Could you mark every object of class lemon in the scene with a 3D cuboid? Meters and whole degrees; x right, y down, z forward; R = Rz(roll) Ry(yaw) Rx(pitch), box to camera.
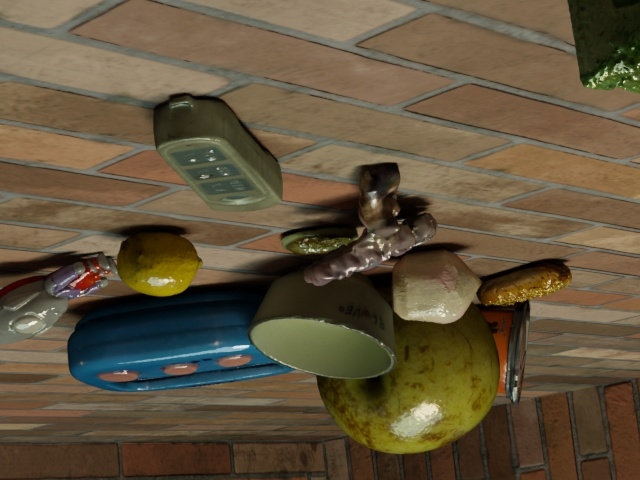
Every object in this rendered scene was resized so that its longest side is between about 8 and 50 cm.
[{"bbox_3d":[-0.192,0.028,1.878,0.110,0.082,0.082,9,161,-29],"label":"lemon"}]

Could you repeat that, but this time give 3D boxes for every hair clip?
[{"bbox_3d":[0.064,-0.009,1.820,0.173,0.069,0.300,-21,167,-8],"label":"hair clip"}]

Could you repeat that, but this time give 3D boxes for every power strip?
[{"bbox_3d":[-0.099,-0.081,1.520,0.080,0.048,0.286,-9,166,8],"label":"power strip"}]

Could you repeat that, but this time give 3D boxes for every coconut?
[{"bbox_3d":[0.160,0.064,2.147,0.124,0.110,0.110,0,168,3],"label":"coconut"}]

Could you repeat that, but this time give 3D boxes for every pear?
[{"bbox_3d":[0.135,0.190,2.344,0.283,0.284,0.283,-6,167,-1],"label":"pear"}]

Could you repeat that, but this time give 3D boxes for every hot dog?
[{"bbox_3d":[0.310,0.067,2.358,0.071,0.045,0.165,7,163,-40],"label":"hot dog"}]

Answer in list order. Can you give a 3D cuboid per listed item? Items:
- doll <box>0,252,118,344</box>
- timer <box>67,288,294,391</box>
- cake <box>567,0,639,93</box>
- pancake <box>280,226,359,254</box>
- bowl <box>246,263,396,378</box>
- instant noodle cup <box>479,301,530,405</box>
[{"bbox_3d":[-0.364,0.080,1.984,0.227,0.075,0.102,-29,162,4],"label":"doll"},{"bbox_3d":[-0.199,0.156,2.358,0.340,0.115,0.309,-8,166,10],"label":"timer"},{"bbox_3d":[0.268,-0.185,1.103,0.099,0.100,0.235,-2,167,-21],"label":"cake"},{"bbox_3d":[0.000,0.000,1.986,0.108,0.017,0.108,-3,166,-1],"label":"pancake"},{"bbox_3d":[0.010,0.105,2.166,0.211,0.112,0.211,9,153,4],"label":"bowl"},{"bbox_3d":[0.283,0.184,2.637,0.125,0.178,0.208,7,-159,10],"label":"instant noodle cup"}]
